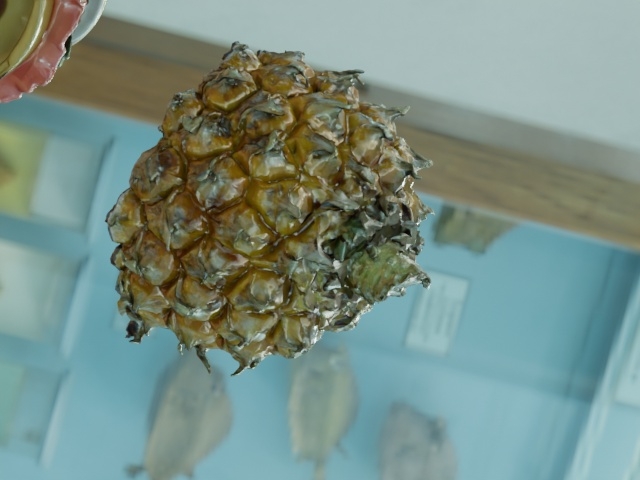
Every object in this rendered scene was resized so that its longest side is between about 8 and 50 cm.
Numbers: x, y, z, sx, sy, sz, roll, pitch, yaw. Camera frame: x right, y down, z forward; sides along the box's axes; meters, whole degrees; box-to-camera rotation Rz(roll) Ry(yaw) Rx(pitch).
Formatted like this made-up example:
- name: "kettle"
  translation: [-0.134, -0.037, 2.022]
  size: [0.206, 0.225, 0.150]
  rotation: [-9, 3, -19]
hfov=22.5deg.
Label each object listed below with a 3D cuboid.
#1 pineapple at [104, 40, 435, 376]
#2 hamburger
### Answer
- name: "pineapple"
  translation: [-0.001, -0.002, 0.798]
  size: [0.176, 0.137, 0.161]
  rotation: [-31, 136, -38]
- name: "hamburger"
  translation: [-0.213, -0.174, 1.014]
  size: [0.137, 0.175, 0.175]
  rotation: [-51, 158, -64]
